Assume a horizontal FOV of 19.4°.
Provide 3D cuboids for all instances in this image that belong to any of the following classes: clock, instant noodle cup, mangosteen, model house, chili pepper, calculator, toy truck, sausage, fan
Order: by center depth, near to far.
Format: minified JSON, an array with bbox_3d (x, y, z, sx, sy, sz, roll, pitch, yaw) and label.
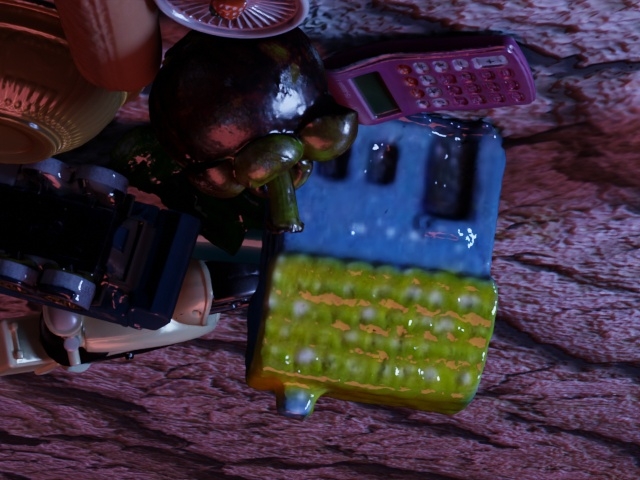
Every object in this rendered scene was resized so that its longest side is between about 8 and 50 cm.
[{"bbox_3d":[-0.041,-0.229,1.477,0.130,0.074,0.244,18,156,-28],"label":"fan"},{"bbox_3d":[-0.181,-0.206,1.564,0.086,0.086,0.289,5,159,2],"label":"sausage"},{"bbox_3d":[-0.058,-0.116,1.642,0.184,0.172,0.172,31,159,2],"label":"mangosteen"},{"bbox_3d":[0.098,-0.150,1.715,0.190,0.034,0.126,-6,157,15],"label":"calculator"},{"bbox_3d":[-0.307,-0.138,1.783,0.274,0.091,0.274,6,160,2],"label":"instant noodle cup"},{"bbox_3d":[0.046,0.037,1.873,0.237,0.303,0.215,8,166,-8],"label":"model house"},{"bbox_3d":[-0.307,-0.006,1.964,0.367,0.146,0.175,15,167,15],"label":"toy truck"},{"bbox_3d":[-0.122,-0.052,1.981,0.098,0.061,0.224,-41,129,18],"label":"chili pepper"},{"bbox_3d":[-0.241,0.092,2.276,0.276,0.120,0.379,-8,169,-30],"label":"clock"}]

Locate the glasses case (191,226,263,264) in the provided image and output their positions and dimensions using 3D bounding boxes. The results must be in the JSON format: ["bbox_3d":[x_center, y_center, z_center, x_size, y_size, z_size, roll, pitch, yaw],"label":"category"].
[{"bbox_3d":[0.000,0.001,2.104,0.301,0.070,0.117,3,160,4],"label":"glasses case"}]
